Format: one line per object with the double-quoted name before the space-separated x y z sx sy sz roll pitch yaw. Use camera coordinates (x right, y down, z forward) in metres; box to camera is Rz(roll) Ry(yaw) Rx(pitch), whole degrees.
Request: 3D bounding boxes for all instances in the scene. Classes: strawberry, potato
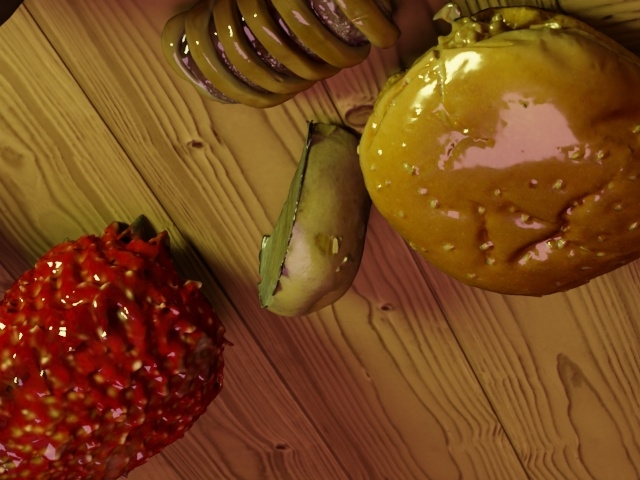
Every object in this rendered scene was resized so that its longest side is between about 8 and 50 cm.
"strawberry" -0.261 0.166 1.703 0.292 0.343 0.292 18 145 14
"potato" 0.000 0.000 1.591 0.098 0.138 0.243 11 145 -8

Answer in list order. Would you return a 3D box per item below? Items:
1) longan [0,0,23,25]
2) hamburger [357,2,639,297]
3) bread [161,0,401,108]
"longan" -0.390 -0.283 1.187 0.361 0.361 0.361 7 142 5
"hamburger" 0.190 -0.084 1.413 0.314 0.170 0.290 33 131 -24
"bread" -0.036 -0.189 1.402 0.225 0.081 0.134 -25 131 37
